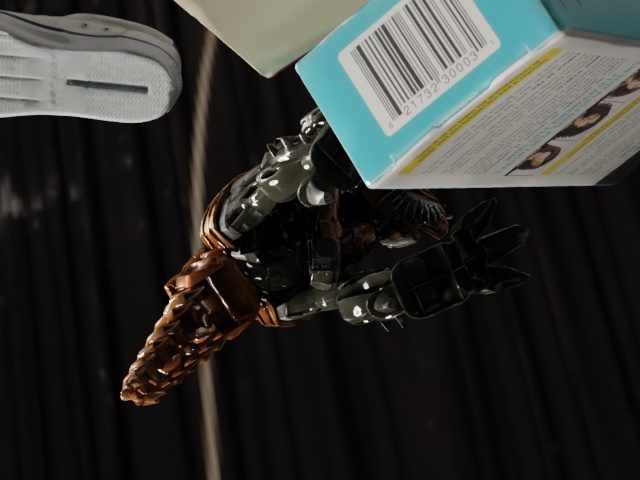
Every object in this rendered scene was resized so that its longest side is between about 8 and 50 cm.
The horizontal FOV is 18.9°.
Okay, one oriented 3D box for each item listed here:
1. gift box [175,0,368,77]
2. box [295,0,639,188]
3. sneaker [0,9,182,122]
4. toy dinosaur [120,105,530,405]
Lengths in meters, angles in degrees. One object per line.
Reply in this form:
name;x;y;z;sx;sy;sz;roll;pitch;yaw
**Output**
gift box;-0.034;-0.237;0.664;0.255;0.276;0.258;-38;166;6
box;0.099;-0.074;0.803;0.100;0.060;0.244;-39;163;26
sneaker;-0.242;-0.150;1.615;0.258;0.091;0.094;12;111;-1
toy dinosaur;0.000;0.000;1.197;0.164;0.322;0.218;38;148;-25
